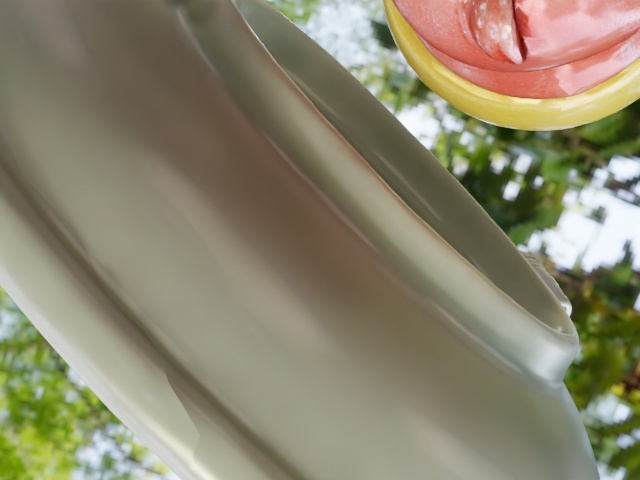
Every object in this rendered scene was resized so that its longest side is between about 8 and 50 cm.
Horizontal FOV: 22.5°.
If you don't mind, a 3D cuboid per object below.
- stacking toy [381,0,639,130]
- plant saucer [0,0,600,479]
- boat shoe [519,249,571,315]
[{"bbox_3d":[0.108,-0.214,0.515,0.279,0.309,0.130,-20,176,14],"label":"stacking toy"},{"bbox_3d":[0.000,0.000,0.665,0.400,0.100,0.400,44,-169,-11],"label":"plant saucer"},{"bbox_3d":[0.090,0.094,0.999,0.066,0.184,0.063,29,-166,-46],"label":"boat shoe"}]
